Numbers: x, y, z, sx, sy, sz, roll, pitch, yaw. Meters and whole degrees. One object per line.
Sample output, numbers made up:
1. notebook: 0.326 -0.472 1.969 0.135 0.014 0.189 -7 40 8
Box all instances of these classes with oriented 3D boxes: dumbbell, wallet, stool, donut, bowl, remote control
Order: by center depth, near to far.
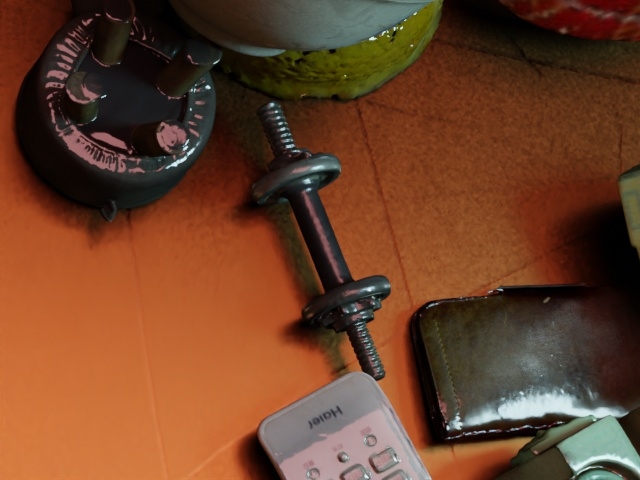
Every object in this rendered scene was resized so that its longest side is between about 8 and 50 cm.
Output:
1. bowl: -0.044 -0.235 1.501 0.313 0.146 0.313 21 32 -14
2. remote control: 0.062 0.263 1.522 0.109 0.055 0.313 -27 85 -19
3. stool: -0.170 -0.136 1.539 0.153 0.139 0.228 -18 80 -25
4. dumbbell: 0.000 0.000 1.579 0.082 0.081 0.254 -17 77 -23
5. wallet: 0.206 0.102 1.637 0.255 0.031 0.137 -2 68 -21
6. donut: -0.003 -0.257 1.658 0.272 0.107 0.272 5 71 -14

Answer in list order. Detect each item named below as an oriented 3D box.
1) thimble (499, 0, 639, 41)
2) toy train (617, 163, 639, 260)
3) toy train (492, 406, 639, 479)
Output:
1. thimble: 0.282 -0.365 1.696 0.350 0.230 0.350 13 61 -25
2. toy train: 0.445 0.007 1.556 0.150 0.369 0.237 0 76 -57
3. toy train: 0.276 0.290 1.541 0.159 0.129 0.326 -24 79 -30
